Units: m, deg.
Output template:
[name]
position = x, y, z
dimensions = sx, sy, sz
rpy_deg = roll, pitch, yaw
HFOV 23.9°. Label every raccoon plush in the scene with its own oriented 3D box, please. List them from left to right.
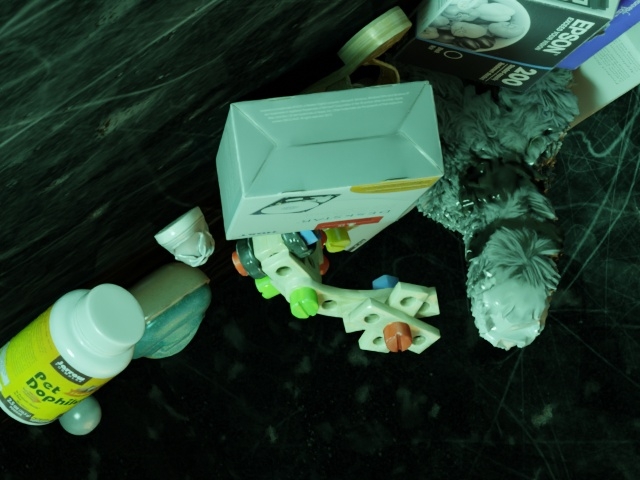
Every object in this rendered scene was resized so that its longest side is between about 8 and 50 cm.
[raccoon plush]
position = 0.130, -0.037, 1.677
dimensions = 0.299, 0.216, 0.446
rpy_deg = 113, -9, -56

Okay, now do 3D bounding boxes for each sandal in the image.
[sandal]
position = 0.044, -0.148, 1.489
dimensions = 0.088, 0.079, 0.240
rpy_deg = -35, 179, -21

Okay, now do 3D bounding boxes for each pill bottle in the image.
[pill bottle]
position = -0.309, 0.137, 1.862
dimensions = 0.215, 0.117, 0.117
rpy_deg = -37, 178, 38

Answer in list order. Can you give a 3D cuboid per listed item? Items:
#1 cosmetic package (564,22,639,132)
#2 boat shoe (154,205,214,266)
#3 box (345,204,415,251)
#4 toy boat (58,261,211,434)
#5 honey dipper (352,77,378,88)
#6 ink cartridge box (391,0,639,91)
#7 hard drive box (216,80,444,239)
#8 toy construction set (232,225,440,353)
[cosmetic package]
position = 0.315, -0.264, 1.693
dimensions = 0.155, 0.197, 0.365
rpy_deg = -36, 180, -7
[boat shoe]
position = -0.164, 0.002, 1.894
dimensions = 0.066, 0.063, 0.184
rpy_deg = -35, 179, -6
[box]
position = 0.052, -0.089, 1.992
dimensions = 0.181, 0.119, 0.182
rpy_deg = -36, 162, 14
[toy boat]
position = -0.300, 0.166, 2.391
dimensions = 0.318, 0.148, 0.267
rpy_deg = -35, 179, -12
[honey dipper]
position = 0.068, -0.188, 1.814
dimensions = 0.030, 0.030, 0.161
rpy_deg = -36, -178, 23
[ink cartridge box]
position = 0.199, -0.205, 1.478
dimensions = 0.208, 0.045, 0.206
rpy_deg = 9, 164, -14
[hard drive box]
position = 0.002, -0.070, 1.411
dimensions = 0.181, 0.089, 0.232
rpy_deg = -7, 172, -7
[toy construction set]
position = 0.000, 0.000, 1.650
dimensions = 0.151, 0.215, 0.327
rpy_deg = -37, -137, 8
